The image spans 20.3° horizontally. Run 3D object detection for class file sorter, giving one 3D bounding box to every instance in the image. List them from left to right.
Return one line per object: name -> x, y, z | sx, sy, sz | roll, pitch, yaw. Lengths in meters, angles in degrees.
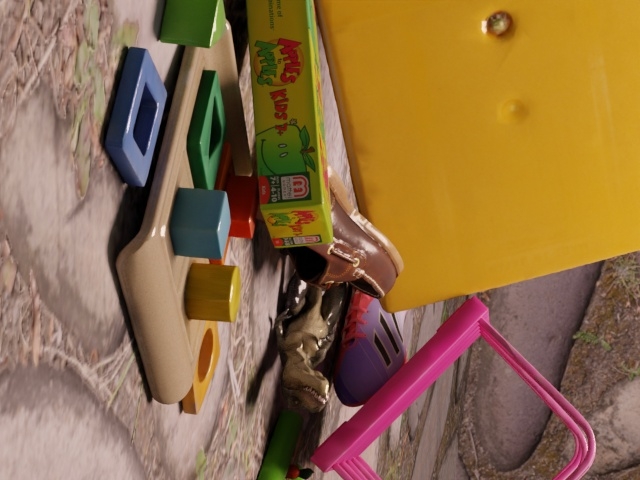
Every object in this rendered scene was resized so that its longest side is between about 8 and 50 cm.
file sorter -> 0.137, 0.194, 1.677 | 0.202, 0.182, 0.291 | -44, 172, 0

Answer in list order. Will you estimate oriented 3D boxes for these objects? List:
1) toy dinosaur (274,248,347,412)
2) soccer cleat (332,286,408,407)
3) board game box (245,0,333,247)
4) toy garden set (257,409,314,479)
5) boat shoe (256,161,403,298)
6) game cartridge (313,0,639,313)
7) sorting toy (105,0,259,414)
toy dinosaur -> -0.003, 0.048, 1.558 | 0.268, 0.064, 0.118 | -71, 169, -65
soccer cleat -> 0.056, 0.072, 1.888 | 0.095, 0.083, 0.248 | 56, 38, -26
board game box -> -0.022, -0.095, 1.228 | 0.092, 0.043, 0.181 | 76, 9, -73
toy garden set -> -0.034, 0.311, 1.606 | 0.204, 0.049, 0.244 | -70, 165, -48
boat shoe -> 0.000, 0.000, 1.428 | 0.073, 0.073, 0.207 | -63, 143, -16
game cartridge -> 0.156, -0.117, 1.505 | 0.052, 0.285, 0.323 | -110, -172, -62
sorting toy -> -0.071, -0.015, 1.145 | 0.347, 0.047, 0.196 | 84, 17, -55
